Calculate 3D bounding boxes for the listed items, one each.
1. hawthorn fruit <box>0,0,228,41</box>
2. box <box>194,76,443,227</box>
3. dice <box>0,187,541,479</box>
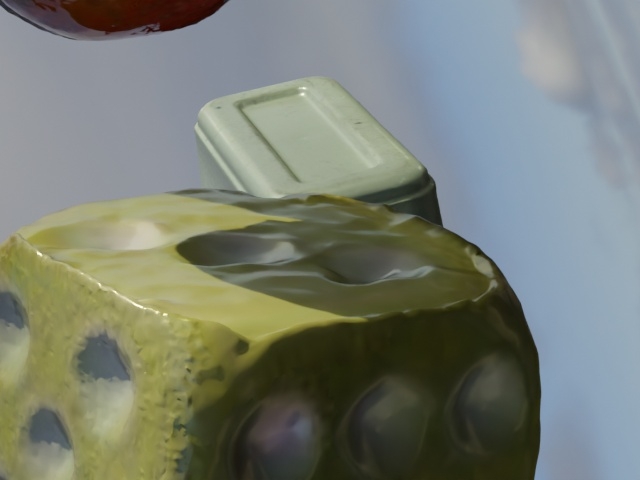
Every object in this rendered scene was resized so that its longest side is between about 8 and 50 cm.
[{"bbox_3d":[-0.096,-0.184,0.947,0.173,0.173,0.173,-22,-90,-79],"label":"hawthorn fruit"},{"bbox_3d":[0.000,0.000,1.472,0.312,0.175,0.182,-127,25,-63],"label":"box"},{"bbox_3d":[-0.041,0.105,1.012,0.233,0.238,0.227,21,111,51],"label":"dice"}]
